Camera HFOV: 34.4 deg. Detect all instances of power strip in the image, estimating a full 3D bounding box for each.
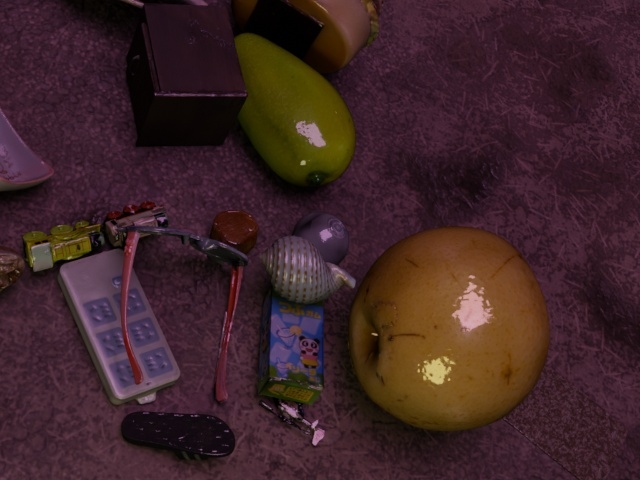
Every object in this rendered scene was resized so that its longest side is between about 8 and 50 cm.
[{"bbox_3d":[-0.325,0.134,1.656,0.118,0.046,0.271,-19,72,-29],"label":"power strip"}]

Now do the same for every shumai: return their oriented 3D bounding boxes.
[{"bbox_3d":[-0.531,0.063,1.581,0.145,0.145,0.116,6,84,-20],"label":"shumai"}]

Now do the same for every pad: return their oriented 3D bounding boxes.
[{"bbox_3d":[0.447,0.333,1.896,0.235,0.003,0.158,38,56,0],"label":"pad"}]

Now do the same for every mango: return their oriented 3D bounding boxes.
[{"bbox_3d":[-0.063,-0.249,1.900,0.192,0.156,0.343,-24,73,-33],"label":"mango"}]

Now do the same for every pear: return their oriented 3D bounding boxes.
[{"bbox_3d":[0.211,0.144,1.704,0.348,0.348,0.349,10,61,-18],"label":"pear"}]

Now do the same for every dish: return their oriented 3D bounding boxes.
[{"bbox_3d":[-0.552,-0.157,1.674,0.212,0.077,0.151,51,22,8],"label":"dish"}]

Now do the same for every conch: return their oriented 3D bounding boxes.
[{"bbox_3d":[-0.030,0.054,1.717,0.153,0.135,0.102,39,95,-16],"label":"conch"}]

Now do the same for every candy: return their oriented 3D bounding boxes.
[{"bbox_3d":[-0.047,0.171,1.721,0.097,0.062,0.195,13,49,-15],"label":"candy"}]

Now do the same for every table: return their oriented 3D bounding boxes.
[{"bbox_3d":[-0.250,-0.292,1.837,0.172,0.169,0.193,-3,66,-24],"label":"table"}]

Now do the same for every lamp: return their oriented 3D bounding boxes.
[{"bbox_3d":[0.000,0.000,1.826,0.105,0.105,0.105,10,61,-18],"label":"lamp"}]

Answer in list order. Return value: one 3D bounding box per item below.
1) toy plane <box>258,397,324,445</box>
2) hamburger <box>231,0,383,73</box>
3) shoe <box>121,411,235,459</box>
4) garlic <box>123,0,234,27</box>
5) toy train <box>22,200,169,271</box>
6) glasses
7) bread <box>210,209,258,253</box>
[{"bbox_3d":[-0.041,0.286,1.703,0.120,0.031,0.049,35,62,1],"label":"toy plane"},{"bbox_3d":[-0.024,-0.452,1.954,0.300,0.300,0.176,29,70,-6],"label":"hamburger"},{"bbox_3d":[-0.220,0.308,1.611,0.179,0.049,0.071,7,47,1],"label":"shoe"},{"bbox_3d":[-0.352,-0.502,1.881,0.231,0.246,0.340,-37,71,3],"label":"garlic"},{"bbox_3d":[-0.363,-0.010,1.695,0.249,0.053,0.085,-17,29,-29],"label":"toy train"},{"bbox_3d":[-0.234,0.110,1.662,0.234,0.118,0.269,22,72,-44],"label":"glasses"},{"bbox_3d":[-0.151,-0.011,1.800,0.085,0.053,0.085,8,51,-10],"label":"bread"}]
